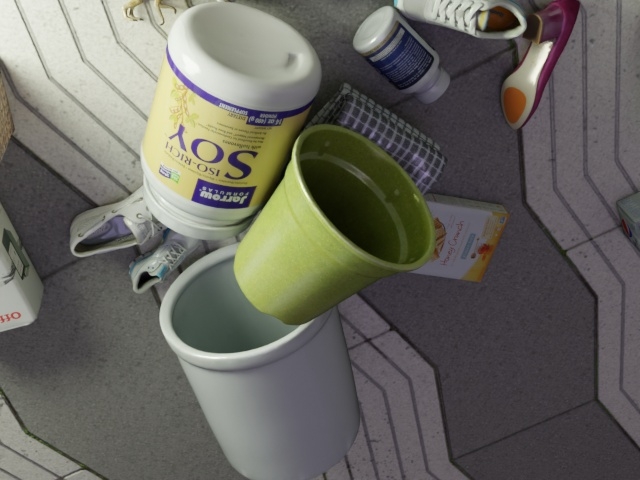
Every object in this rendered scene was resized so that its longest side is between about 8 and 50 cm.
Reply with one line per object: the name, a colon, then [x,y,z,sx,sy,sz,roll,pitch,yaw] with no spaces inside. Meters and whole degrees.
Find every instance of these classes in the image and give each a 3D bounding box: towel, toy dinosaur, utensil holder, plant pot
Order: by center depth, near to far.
toy dinosaur: [-0.292,-0.398,1.252,0.183,0.053,0.092,4,107,-21]
plant pot: [0.000,0.000,1.264,0.276,0.276,0.254,27,129,-25]
towel: [0.054,-0.103,1.402,0.235,0.121,0.283,27,114,-24]
utensil holder: [-0.098,0.244,1.542,0.328,0.327,0.385,-15,126,0]

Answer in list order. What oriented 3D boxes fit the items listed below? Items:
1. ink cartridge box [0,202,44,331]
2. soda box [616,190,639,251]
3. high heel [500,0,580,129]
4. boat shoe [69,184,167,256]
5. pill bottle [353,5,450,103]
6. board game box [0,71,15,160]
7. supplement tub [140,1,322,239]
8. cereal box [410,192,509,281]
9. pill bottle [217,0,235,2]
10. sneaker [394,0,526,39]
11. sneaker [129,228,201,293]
ink cartridge box: [-0.655,0.039,1.428,0.198,0.114,0.272,-14,124,0]
soda box: [0.770,-0.082,1.620,0.286,0.091,0.098,-25,123,6]
high heel: [0.401,-0.316,1.422,0.117,0.082,0.244,-25,135,-27]
boat shoe: [-0.332,-0.035,1.448,0.277,0.096,0.098,-24,124,6]
pill bottle: [0.144,-0.313,1.350,0.169,0.094,0.094,37,110,-29]
board game box: [-0.655,-0.174,1.215,0.291,0.232,0.141,-6,124,-7]
supplement tub: [-0.157,-0.185,1.274,0.241,0.241,0.331,11,133,-17]
cereal box: [0.242,-0.008,1.600,0.240,0.047,0.173,7,122,-15]
pill bottle: [-0.123,-0.430,1.240,0.120,0.067,0.067,-33,123,12]
sneaker: [0.238,-0.392,1.316,0.229,0.092,0.087,4,124,-12]
sneaker: [-0.294,0.037,1.513,0.191,0.083,0.071,-42,119,16]
